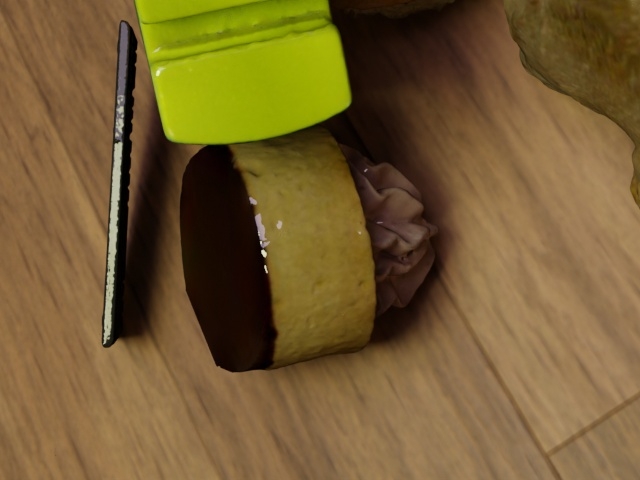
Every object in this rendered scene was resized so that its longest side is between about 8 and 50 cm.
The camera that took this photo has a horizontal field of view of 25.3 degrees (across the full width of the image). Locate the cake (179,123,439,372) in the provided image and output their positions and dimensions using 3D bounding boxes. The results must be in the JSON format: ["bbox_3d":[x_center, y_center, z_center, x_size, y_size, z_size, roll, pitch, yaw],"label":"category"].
[{"bbox_3d":[0.000,0.000,1.124,0.208,0.178,0.185,-26,75,62],"label":"cake"}]

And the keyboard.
[{"bbox_3d":[-0.182,0.006,1.234,0.041,0.103,0.381,10,91,-4],"label":"keyboard"}]

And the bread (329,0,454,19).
[{"bbox_3d":[0.065,-0.298,1.183,0.174,0.121,0.245,-14,68,26],"label":"bread"}]

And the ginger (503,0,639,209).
[{"bbox_3d":[0.243,-0.122,1.032,0.276,0.130,0.221,21,128,49],"label":"ginger"}]

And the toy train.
[{"bbox_3d":[-0.084,-0.220,1.075,0.179,0.442,0.272,-13,110,-5],"label":"toy train"}]
